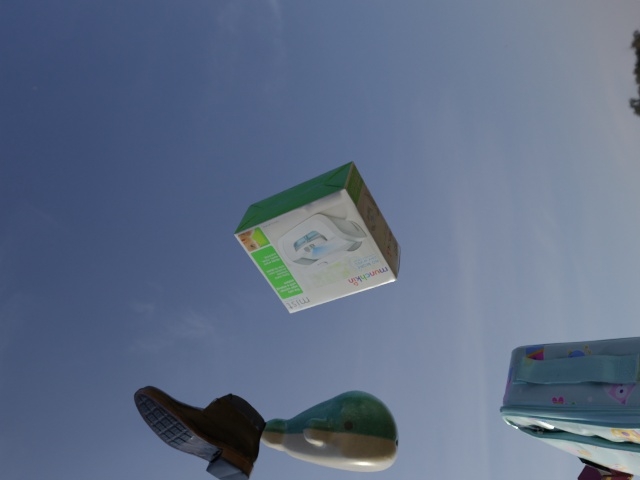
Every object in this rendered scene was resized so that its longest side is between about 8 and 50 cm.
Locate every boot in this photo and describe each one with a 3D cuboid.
[{"bbox_3d":[-0.181,0.276,0.843,0.219,0.082,0.106,44,-144,-11],"label":"boot"}]

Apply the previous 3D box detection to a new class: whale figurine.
[{"bbox_3d":[0.017,0.363,1.051,0.216,0.271,0.141,52,-140,-55],"label":"whale figurine"}]

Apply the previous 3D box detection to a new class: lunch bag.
[{"bbox_3d":[0.332,0.178,0.555,0.223,0.279,0.108,22,-112,-14],"label":"lunch bag"}]

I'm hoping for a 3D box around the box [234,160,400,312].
[{"bbox_3d":[0.000,0.000,1.122,0.231,0.261,0.127,59,-154,-24],"label":"box"}]

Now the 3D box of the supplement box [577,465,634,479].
[{"bbox_3d":[0.561,0.466,1.063,0.083,0.055,0.043,8,-156,-18],"label":"supplement box"}]
